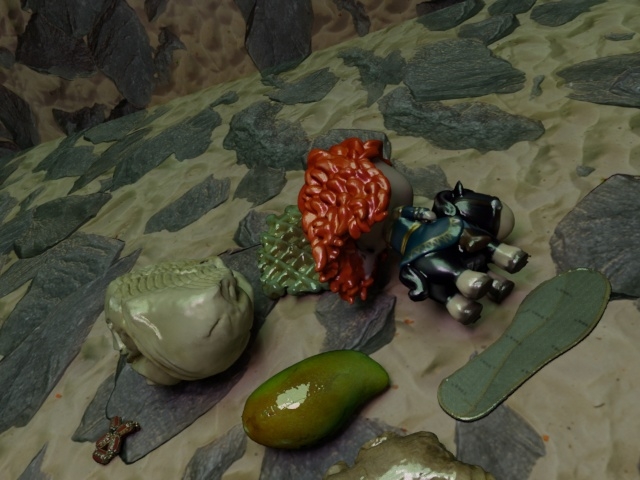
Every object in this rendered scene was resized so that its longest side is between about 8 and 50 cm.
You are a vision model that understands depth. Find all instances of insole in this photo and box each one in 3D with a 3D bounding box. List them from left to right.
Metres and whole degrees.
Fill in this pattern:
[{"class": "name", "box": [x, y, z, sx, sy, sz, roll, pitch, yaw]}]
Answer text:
[{"class": "insole", "box": [0.315, 0.148, 0.849, 0.348, 0.009, 0.119, -35, 37, -16]}]

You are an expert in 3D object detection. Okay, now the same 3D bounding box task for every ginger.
[{"class": "ginger", "box": [0.105, 0.303, 0.714, 0.213, 0.074, 0.137, -25, 43, 7]}]

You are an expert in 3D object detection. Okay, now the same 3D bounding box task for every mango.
[{"class": "mango", "box": [-0.005, 0.236, 0.840, 0.233, 0.111, 0.125, -16, 47, -11]}]

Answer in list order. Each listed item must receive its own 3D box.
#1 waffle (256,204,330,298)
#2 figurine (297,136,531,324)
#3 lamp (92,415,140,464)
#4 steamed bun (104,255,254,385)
[{"class": "waffle", "box": [0.000, 0.000, 1.192, 0.292, 0.056, 0.309, -16, 37, 11]}, {"class": "figurine", "box": [0.146, -0.023, 0.964, 0.412, 0.241, 0.306, 14, 57, 16]}, {"class": "lamp", "box": [-0.358, 0.347, 0.971, 0.063, 0.031, 0.083, 1, 45, 34]}, {"class": "steamed bun", "box": [-0.242, 0.152, 1.016, 0.289, 0.203, 0.276, -1, 15, 27]}]
